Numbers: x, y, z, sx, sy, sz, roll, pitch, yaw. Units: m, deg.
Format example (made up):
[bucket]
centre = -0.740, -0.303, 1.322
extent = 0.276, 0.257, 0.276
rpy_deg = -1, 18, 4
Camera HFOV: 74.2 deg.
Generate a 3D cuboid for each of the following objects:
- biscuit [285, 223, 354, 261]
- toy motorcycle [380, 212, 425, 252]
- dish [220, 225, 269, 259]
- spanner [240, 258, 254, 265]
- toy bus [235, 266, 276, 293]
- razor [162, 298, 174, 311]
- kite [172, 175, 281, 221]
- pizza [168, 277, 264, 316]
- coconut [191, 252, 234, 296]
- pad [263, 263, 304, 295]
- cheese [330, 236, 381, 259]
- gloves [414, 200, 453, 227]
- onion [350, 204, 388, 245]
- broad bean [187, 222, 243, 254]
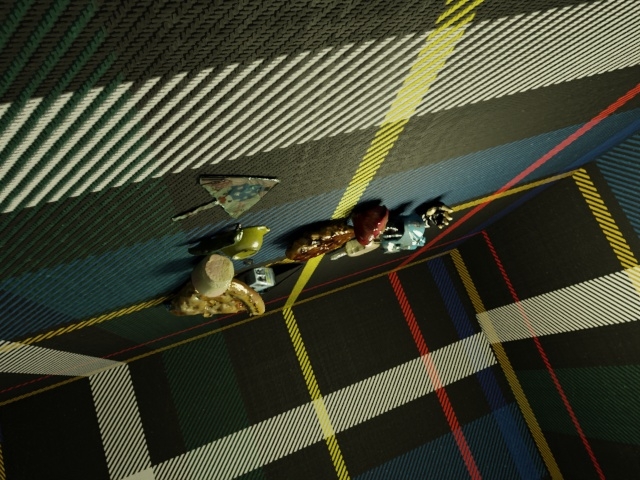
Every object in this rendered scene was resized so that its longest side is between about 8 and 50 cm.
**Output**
[biscuit]
centre = -0.003, 0.002, 1.785
extent = 0.289, 0.081, 0.334
rpy_deg = -33, 166, 37
[toy motorcycle]
centre = 0.398, -0.026, 1.980
extent = 0.232, 0.172, 0.416
rpy_deg = -7, 163, 26
[dish]
centre = -0.265, 0.017, 1.470
extent = 0.207, 0.080, 0.149
rpy_deg = -15, 165, -16
[spanner]
centre = -0.319, 0.081, 1.763
extent = 0.046, 0.012, 0.208
rpy_deg = -21, 166, 5
[toy bus]
centre = -0.378, 0.230, 2.065
extent = 0.329, 0.109, 0.136
rpy_deg = -29, 153, 25
[razor]
centre = -0.567, 0.282, 1.999
extent = 0.323, 0.056, 0.093
rpy_deg = -5, 148, -6
[kite]
centre = -0.255, -0.113, 1.142
extent = 0.314, 0.012, 0.335
rpy_deg = -20, 165, 0
[pizza]
centre = -0.447, 0.241, 1.838
extent = 0.434, 0.080, 0.392
rpy_deg = -2, 148, -14
[coconut]
centre = -0.404, 0.133, 1.583
extent = 0.147, 0.147, 0.152
rpy_deg = -8, 159, -40
[pad]
centre = -0.178, 0.193, 2.147
extent = 0.202, 0.005, 0.300
rpy_deg = -36, 180, 8
[cheese]
centre = 0.170, 0.042, 2.174
extent = 0.286, 0.082, 0.163
rpy_deg = -27, 164, 26
[gloves]
centre = 0.540, -0.119, 1.994
extent = 0.164, 0.124, 0.203
rpy_deg = 17, 152, -39
[onion]
centre = 0.192, -0.073, 1.701
extent = 0.184, 0.147, 0.184
rpy_deg = -55, 177, -4
[broad bean]
centre = -0.333, 0.008, 1.381
extent = 0.195, 0.061, 0.046
rpy_deg = -26, -155, 5
